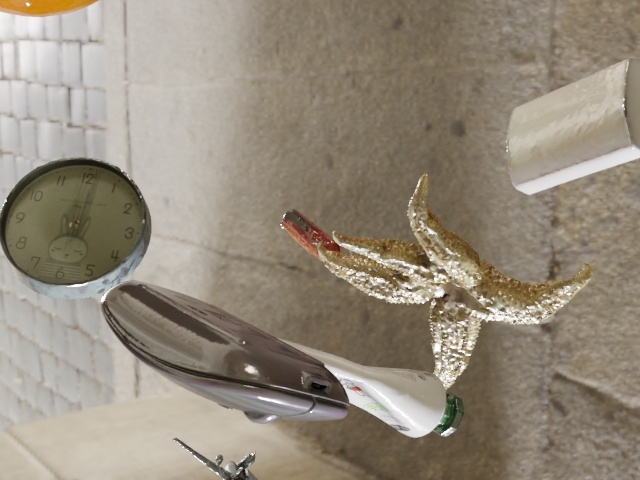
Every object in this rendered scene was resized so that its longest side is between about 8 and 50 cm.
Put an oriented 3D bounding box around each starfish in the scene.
[{"bbox_3d":[0.127,0.049,1.222,0.301,0.293,0.084,-41,26,37],"label":"starfish"}]

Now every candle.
[{"bbox_3d":[0.000,0.000,1.493,0.162,0.048,0.053,39,145,44],"label":"candle"}]

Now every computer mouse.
[{"bbox_3d":[-0.077,0.085,0.720,0.232,0.120,0.057,21,90,48],"label":"computer mouse"}]

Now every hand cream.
[{"bbox_3d":[0.013,0.144,1.062,0.121,0.335,0.076,-4,65,60],"label":"hand cream"}]

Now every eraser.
[{"bbox_3d":[0.464,-0.200,1.766,0.270,0.094,0.174,-20,58,49],"label":"eraser"}]

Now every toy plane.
[{"bbox_3d":[-0.093,0.293,1.119,0.226,0.058,0.226,49,-173,-11],"label":"toy plane"}]

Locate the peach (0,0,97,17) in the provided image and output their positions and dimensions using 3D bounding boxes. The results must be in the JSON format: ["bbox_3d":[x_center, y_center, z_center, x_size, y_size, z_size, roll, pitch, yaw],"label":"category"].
[{"bbox_3d":[-0.348,-0.439,1.174,0.301,0.342,0.343,-16,82,43],"label":"peach"}]

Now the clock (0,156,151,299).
[{"bbox_3d":[-0.350,-0.022,1.397,0.042,0.214,0.215,93,155,-63],"label":"clock"}]
